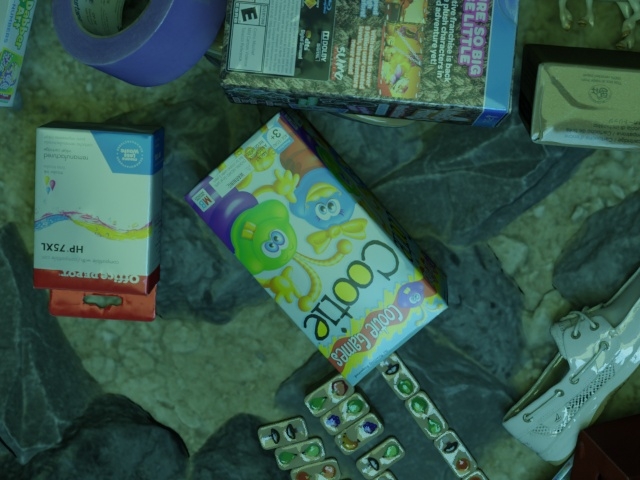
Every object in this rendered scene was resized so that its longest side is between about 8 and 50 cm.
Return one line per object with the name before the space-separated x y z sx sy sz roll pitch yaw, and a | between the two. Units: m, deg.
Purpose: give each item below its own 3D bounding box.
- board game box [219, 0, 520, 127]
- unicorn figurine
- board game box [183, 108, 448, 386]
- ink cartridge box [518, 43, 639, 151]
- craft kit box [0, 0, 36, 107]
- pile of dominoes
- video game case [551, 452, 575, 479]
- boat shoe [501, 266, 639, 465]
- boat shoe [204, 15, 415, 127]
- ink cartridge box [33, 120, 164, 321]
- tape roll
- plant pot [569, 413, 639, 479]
board game box | 0.055 -0.248 1.554 0.291 0.141 0.232 6 88 1
unicorn figurine | 0.303 -0.276 1.650 0.162 0.060 0.111 21 74 -31
board game box | 0.000 0.000 1.680 0.144 0.142 0.275 -41 96 10
ink cartridge box | 0.333 -0.149 1.610 0.235 0.193 0.088 5 102 3
craft kit box | -0.418 -0.296 1.655 0.246 0.061 0.250 18 101 19
pile of dominoes | 0.068 0.269 1.777 0.196 0.040 0.251 -35 96 8
video game case | 0.295 0.279 1.752 0.122 0.087 0.011 -52 49 10
boat shoe | 0.301 0.121 1.709 0.096 0.098 0.277 31 101 -3
boat shoe | -0.018 -0.198 1.674 0.285 0.092 0.103 20 81 2
ink cartridge box | -0.251 -0.015 1.724 0.134 0.078 0.231 3 101 3
tape roll | -0.192 -0.264 1.625 0.189 0.080 0.189 -11 71 35
plant pot | 0.398 0.323 1.634 0.236 0.267 0.267 6 101 -9
